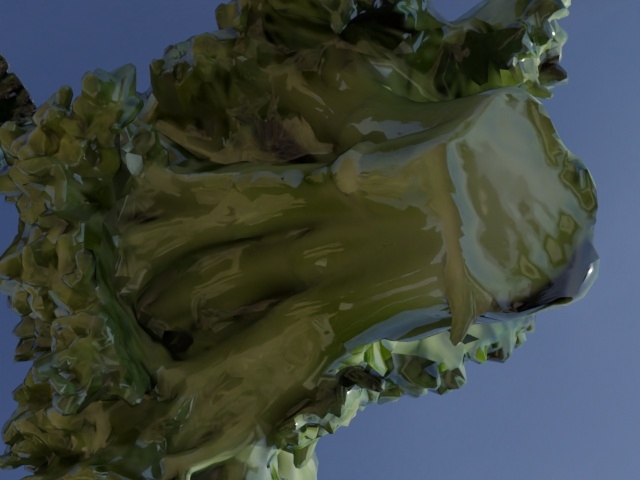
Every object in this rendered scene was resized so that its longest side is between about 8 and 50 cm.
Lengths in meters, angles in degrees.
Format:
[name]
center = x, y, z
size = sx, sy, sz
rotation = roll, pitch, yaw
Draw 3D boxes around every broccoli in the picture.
[broccoli]
center = -0.006, -0.010, 0.606
size = 0.317, 0.338, 0.277
rotation = -30, -80, 33

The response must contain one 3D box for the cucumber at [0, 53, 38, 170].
[cucumber]
center = -0.338, -0.001, 0.735
size = 0.359, 0.096, 0.096
rotation = -37, -90, -16
